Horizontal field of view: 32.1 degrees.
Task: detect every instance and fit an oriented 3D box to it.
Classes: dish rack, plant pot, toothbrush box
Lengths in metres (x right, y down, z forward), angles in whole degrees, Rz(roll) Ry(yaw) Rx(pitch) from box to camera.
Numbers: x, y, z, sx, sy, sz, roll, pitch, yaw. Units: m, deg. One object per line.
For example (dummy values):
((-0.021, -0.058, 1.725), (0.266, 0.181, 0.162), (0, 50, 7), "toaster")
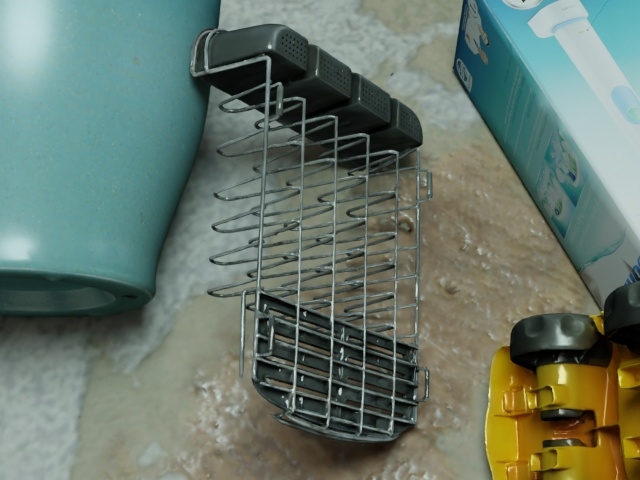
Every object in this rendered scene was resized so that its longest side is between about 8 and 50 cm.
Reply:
((0.000, 0.000, 0.760), (0.074, 0.208, 0.271), (-13, 67, 36), "dish rack")
((-0.205, -0.083, 0.778), (0.272, 0.271, 0.255), (0, 77, 2), "plant pot")
((0.263, -0.093, 0.828), (0.216, 0.126, 0.295), (-23, 63, -10), "toothbrush box")

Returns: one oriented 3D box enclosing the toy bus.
((0.242, 0.117, 0.706), (0.211, 0.220, 0.149), (7, 72, -28), "toy bus")
